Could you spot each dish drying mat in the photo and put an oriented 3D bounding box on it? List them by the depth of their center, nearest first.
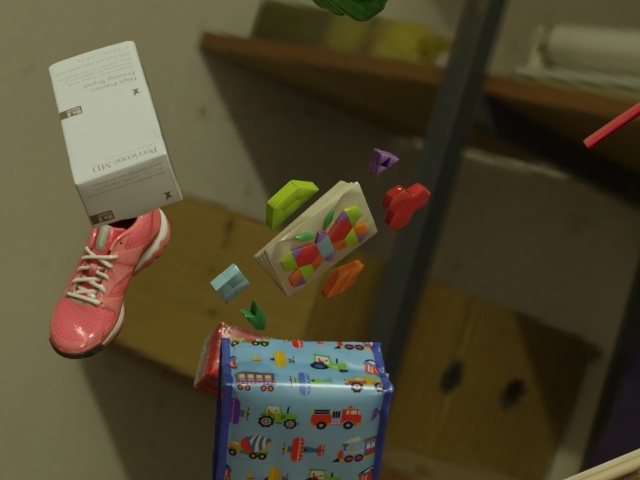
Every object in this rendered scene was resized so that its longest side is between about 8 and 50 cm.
[{"bbox_3d":[0.295,-0.117,1.587,0.008,0.083,0.032,52,10,-10],"label":"dish drying mat"}]

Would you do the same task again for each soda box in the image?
[{"bbox_3d":[-0.042,0.202,2.312,0.263,0.083,0.092,18,-24,-12],"label":"soda box"}]

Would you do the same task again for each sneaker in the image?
[{"bbox_3d":[-0.347,0.038,2.538,0.116,0.313,0.136,16,-32,16],"label":"sneaker"}]

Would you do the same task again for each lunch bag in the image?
[{"bbox_3d":[-0.032,0.290,2.177,0.221,0.293,0.138,3,24,-7],"label":"lunch bag"}]

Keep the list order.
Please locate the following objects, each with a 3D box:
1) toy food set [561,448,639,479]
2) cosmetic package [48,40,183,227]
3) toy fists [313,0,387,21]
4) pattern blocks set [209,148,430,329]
[{"bbox_3d":[0.369,0.363,1.864,0.306,0.219,0.092,-22,-6,0],"label":"toy food set"},{"bbox_3d":[-0.250,-0.131,1.951,0.117,0.231,0.085,-19,-46,-3],"label":"cosmetic package"},{"bbox_3d":[0.040,-0.318,1.696,0.279,0.142,0.096,-99,166,-55],"label":"toy fists"},{"bbox_3d":[0.000,0.000,2.325,0.026,0.325,0.285,48,5,34],"label":"pattern blocks set"}]
